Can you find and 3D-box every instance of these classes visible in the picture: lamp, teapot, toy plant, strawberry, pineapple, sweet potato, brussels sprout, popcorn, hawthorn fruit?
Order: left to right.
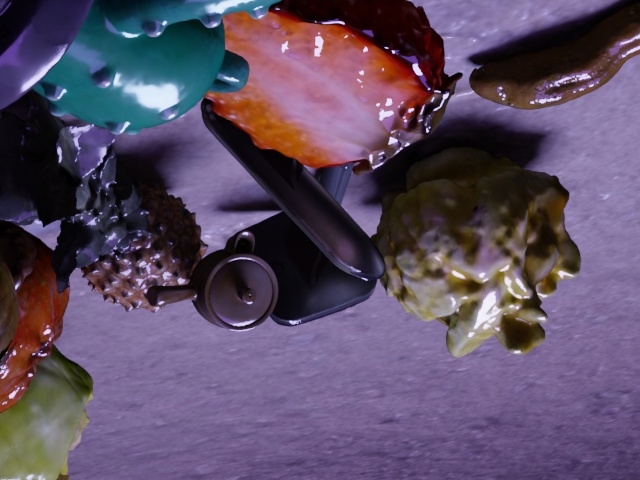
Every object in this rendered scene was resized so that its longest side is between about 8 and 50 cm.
[{"bbox_3d":[-0.365,0.221,1.702,0.344,0.268,0.344,-15,164,-5],"label":"brussels sprout"},{"bbox_3d":[-0.314,0.048,1.474,0.179,0.200,0.179,-55,175,-7],"label":"hawthorn fruit"},{"bbox_3d":[-0.174,-0.157,1.045,0.279,0.185,0.400,-30,148,22],"label":"toy plant"},{"bbox_3d":[-0.177,-0.028,1.430,0.130,0.119,0.277,-31,158,6],"label":"pineapple"},{"bbox_3d":[-0.094,0.032,1.465,0.110,0.085,0.080,-2,-173,-23],"label":"teapot"},{"bbox_3d":[-0.012,-0.155,1.264,0.236,0.111,0.190,31,147,-27],"label":"strawberry"},{"bbox_3d":[0.006,-0.004,1.490,0.124,0.203,0.283,-29,155,-12],"label":"lamp"},{"bbox_3d":[0.143,0.011,1.604,0.187,0.185,0.167,25,122,-12],"label":"popcorn"},{"bbox_3d":[0.214,-0.147,1.444,0.182,0.054,0.053,-23,164,16],"label":"sweet potato"}]

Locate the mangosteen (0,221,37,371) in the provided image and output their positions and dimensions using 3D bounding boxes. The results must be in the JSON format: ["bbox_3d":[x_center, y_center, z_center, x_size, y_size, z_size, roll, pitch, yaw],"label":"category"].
[{"bbox_3d":[-0.407,0.051,1.169,0.421,0.381,0.381,-22,157,-5],"label":"mangosteen"}]
